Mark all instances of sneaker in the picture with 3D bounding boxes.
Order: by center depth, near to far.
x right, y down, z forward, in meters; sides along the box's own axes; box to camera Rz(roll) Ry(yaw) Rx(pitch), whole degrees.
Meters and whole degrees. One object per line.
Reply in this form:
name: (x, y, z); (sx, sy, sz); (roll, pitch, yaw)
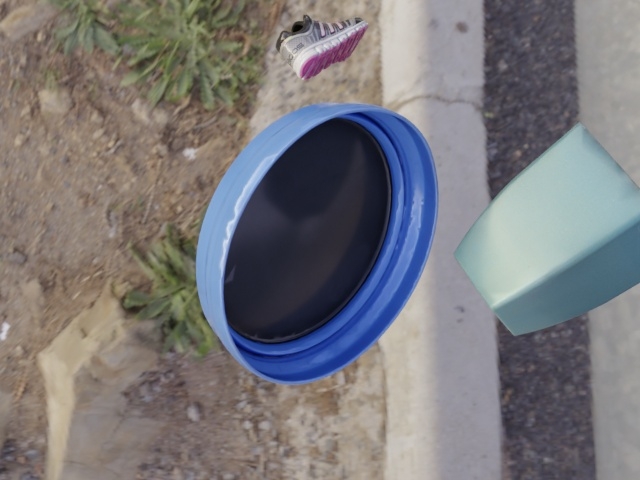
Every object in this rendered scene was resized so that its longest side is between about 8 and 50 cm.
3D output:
sneaker: (0.001, -0.278, 1.415); (0.075, 0.063, 0.170); (42, 45, 11)

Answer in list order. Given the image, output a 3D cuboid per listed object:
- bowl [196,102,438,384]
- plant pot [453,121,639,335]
bowl: (0.000, 0.000, 1.389); (0.391, 0.077, 0.391); (-24, 127, -36)
plant pot: (0.308, 0.005, 1.360); (0.234, 0.166, 0.165); (-36, 54, 7)
